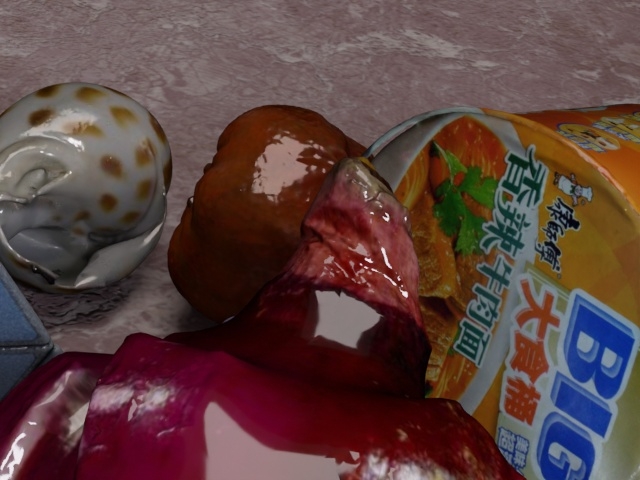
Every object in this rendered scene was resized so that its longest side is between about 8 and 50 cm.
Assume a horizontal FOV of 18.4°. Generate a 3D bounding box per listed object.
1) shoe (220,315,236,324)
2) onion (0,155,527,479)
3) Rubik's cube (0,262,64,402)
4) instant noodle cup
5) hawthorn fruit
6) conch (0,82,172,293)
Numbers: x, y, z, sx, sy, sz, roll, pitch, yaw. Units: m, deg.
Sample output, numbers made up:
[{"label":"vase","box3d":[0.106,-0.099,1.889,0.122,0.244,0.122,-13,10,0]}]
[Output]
[{"label":"shoe","box3d":[-0.115,0.141,1.556,0.137,0.095,0.245,15,39,4]},{"label":"onion","box3d":[-0.020,0.149,1.260,0.398,0.398,0.420,12,62,6]},{"label":"Rubik's cube","box3d":[-0.328,0.043,1.559,0.233,0.229,0.228,3,5,30]},{"label":"instant noodle cup","box3d":[0.176,0.033,1.385,0.296,0.296,0.214,30,29,31]},{"label":"hawthorn fruit","box3d":[0.000,0.000,1.724,0.243,0.207,0.207,25,33,0]},{"label":"conch","box3d":[-0.220,-0.052,1.783,0.275,0.183,0.148,-22,10,-42]}]
